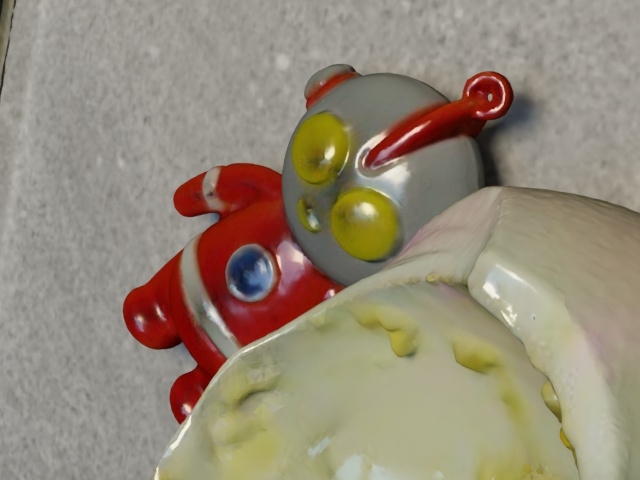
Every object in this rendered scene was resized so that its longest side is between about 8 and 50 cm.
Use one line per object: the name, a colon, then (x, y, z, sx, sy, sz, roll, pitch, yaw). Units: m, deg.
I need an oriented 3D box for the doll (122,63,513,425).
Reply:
doll: (0.000, 0.000, 0.690, 0.245, 0.076, 0.142, -40, 72, 34)

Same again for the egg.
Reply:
egg: (0.083, 0.069, 0.579, 0.271, 0.206, 0.162, -16, 48, 54)
